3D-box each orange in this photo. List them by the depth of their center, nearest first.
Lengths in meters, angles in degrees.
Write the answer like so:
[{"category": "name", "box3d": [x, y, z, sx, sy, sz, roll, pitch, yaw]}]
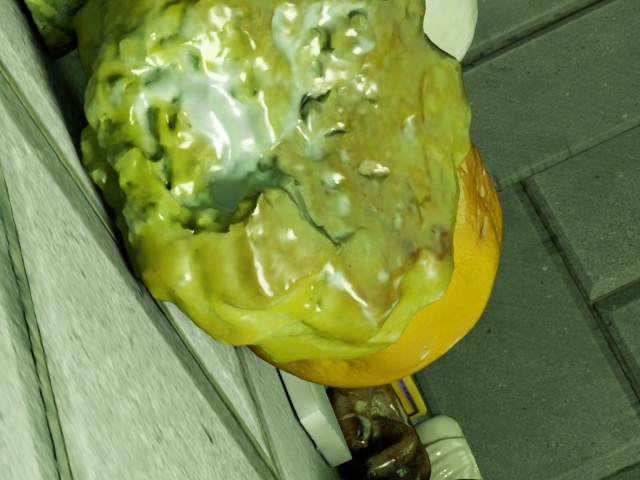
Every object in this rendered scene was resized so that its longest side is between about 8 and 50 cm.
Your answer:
[{"category": "orange", "box3d": [0.000, 0.000, 1.248, 0.249, 0.183, 0.249, 24, -42, 24]}]

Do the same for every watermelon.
[{"category": "watermelon", "box3d": [-0.150, -0.165, 1.056, 0.163, 0.069, 0.087, -112, 177, -73]}]

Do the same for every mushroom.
[{"category": "mushroom", "box3d": [0.050, 0.185, 1.568, 0.135, 0.080, 0.170, 52, 5, -5]}]

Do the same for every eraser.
[{"category": "eraser", "box3d": [-0.019, 0.112, 1.481, 0.104, 0.023, 0.150, 61, 5, -55]}]

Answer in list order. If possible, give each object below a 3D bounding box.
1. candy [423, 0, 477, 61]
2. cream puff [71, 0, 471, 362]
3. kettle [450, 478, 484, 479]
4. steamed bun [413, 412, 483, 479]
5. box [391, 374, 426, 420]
[{"category": "candy", "box3d": [-0.077, -0.242, 1.297, 0.386, 0.186, 0.427, 23, -13, 28]}, {"category": "cream puff", "box3d": [-0.042, -0.055, 1.051, 0.185, 0.282, 0.282, -6, -64, 49]}, {"category": "kettle", "box3d": [0.147, 0.303, 1.319, 0.290, 0.207, 0.268, 53, 10, 28]}, {"category": "steamed bun", "box3d": [0.136, 0.287, 1.973, 0.183, 0.106, 0.183, -21, 90, -87]}, {"category": "box", "box3d": [0.015, 0.054, 1.953, 0.301, 0.084, 0.193, -112, 176, -48]}]
